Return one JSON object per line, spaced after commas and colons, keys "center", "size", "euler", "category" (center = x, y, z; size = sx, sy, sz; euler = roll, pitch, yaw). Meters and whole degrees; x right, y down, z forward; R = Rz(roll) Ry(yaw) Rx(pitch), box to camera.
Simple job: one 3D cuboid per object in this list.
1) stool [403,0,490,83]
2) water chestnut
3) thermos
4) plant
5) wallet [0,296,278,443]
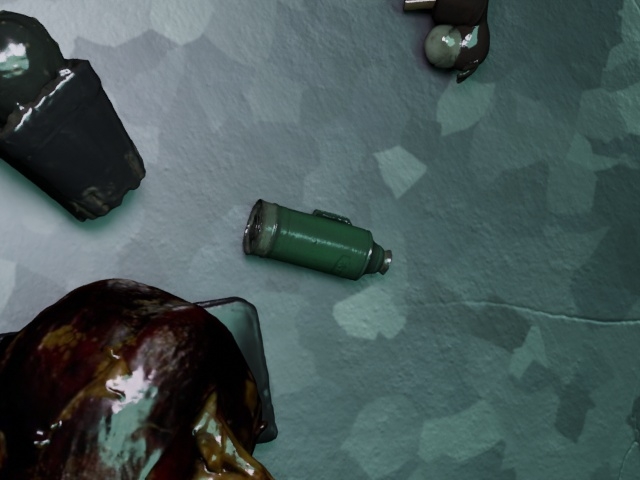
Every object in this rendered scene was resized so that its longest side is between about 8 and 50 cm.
{"center": [0.174, -0.323, 1.443], "size": [0.121, 0.125, 0.217], "euler": [6, 103, 0], "category": "stool"}
{"center": [-0.176, 0.221, 1.132], "size": [0.347, 0.335, 0.335], "euler": [15, 80, 15], "category": "water chestnut"}
{"center": [-0.001, 0.005, 1.385], "size": [0.188, 0.083, 0.073], "euler": [16, 103, -17], "category": "thermos"}
{"center": [-0.320, -0.142, 1.249], "size": [0.142, 0.164, 0.256], "euler": [-42, 109, -16], "category": "plant"}
{"center": [-0.242, 0.183, 1.300], "size": [0.378, 0.051, 0.197], "euler": [-10, 91, -17], "category": "wallet"}
